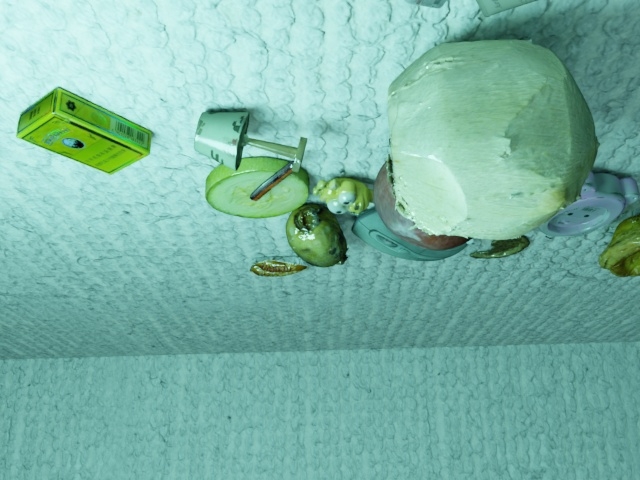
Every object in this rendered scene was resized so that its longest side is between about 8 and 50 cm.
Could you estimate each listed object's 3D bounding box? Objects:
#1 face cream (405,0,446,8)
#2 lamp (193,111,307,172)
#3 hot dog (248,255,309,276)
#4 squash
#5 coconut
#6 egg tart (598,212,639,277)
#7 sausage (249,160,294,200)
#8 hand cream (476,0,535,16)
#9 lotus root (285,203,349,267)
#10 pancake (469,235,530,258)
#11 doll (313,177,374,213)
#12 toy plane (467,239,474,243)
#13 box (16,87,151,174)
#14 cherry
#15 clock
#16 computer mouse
[{"bbox_3d":[0.153,-0.379,1.052,0.083,0.021,0.040,5,159,-14],"label":"face cream"},{"bbox_3d":[-0.138,-0.192,1.360,0.215,0.121,0.121,15,156,-3],"label":"lamp"},{"bbox_3d":[-0.130,0.082,2.140,0.192,0.053,0.099,0,162,3],"label":"hot dog"},{"bbox_3d":[-0.146,-0.122,1.637,0.252,0.048,0.252,-2,156,-1],"label":"squash"},{"bbox_3d":[0.293,-0.172,1.166,0.361,0.346,0.346,-2,158,7],"label":"coconut"},{"bbox_3d":[0.934,0.000,1.893,0.341,0.129,0.341,-2,157,-1],"label":"egg tart"},{"bbox_3d":[-0.106,-0.133,1.539,0.028,0.025,0.198,-26,176,-43],"label":"sausage"},{"bbox_3d":[0.319,-0.385,1.017,0.186,0.054,0.087,-8,154,33],"label":"hand cream"},{"bbox_3d":[-0.002,0.002,1.820,0.154,0.154,0.278,-8,157,18],"label":"lotus root"},{"bbox_3d":[0.537,0.019,2.062,0.184,0.020,0.190,-7,157,16],"label":"pancake"},{"bbox_3d":[0.125,-0.102,1.651,0.291,0.086,0.117,8,153,-20],"label":"doll"},{"bbox_3d":[0.386,-0.080,1.662,0.267,0.122,0.266,11,144,8],"label":"toy plane"},{"bbox_3d":[-0.473,-0.214,1.377,0.141,0.064,0.220,-17,152,36],"label":"box"},{"bbox_3d":[0.240,-0.089,1.469,0.261,0.221,0.307,16,-172,7],"label":"cherry"},{"bbox_3d":[0.643,-0.091,1.708,0.228,0.090,0.248,7,155,-20],"label":"clock"},{"bbox_3d":[0.252,-0.015,1.844,0.371,0.121,0.188,11,155,-20],"label":"computer mouse"}]
